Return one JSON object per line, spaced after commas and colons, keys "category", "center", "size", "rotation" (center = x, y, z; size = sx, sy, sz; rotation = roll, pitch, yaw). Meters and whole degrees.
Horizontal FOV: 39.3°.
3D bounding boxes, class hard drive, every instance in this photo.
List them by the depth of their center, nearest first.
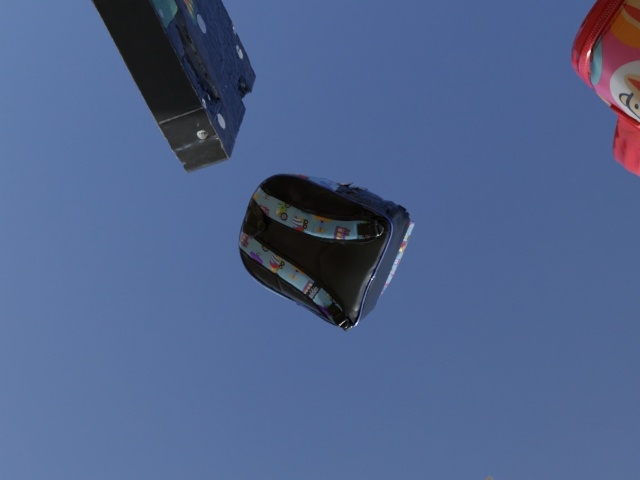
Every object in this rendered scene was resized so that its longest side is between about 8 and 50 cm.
{"category": "hard drive", "center": [-0.176, -0.270, 0.964], "size": [0.064, 0.338, 0.236], "rotation": [-16, -149, 14]}

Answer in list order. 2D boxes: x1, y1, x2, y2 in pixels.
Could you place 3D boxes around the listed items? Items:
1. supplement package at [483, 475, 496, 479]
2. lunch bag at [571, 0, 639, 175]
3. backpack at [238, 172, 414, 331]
{"category": "supplement package", "center": [0.128, 0.385, 0.827], "size": [0.262, 0.204, 0.145], "rotation": [-39, -145, 9]}
{"category": "lunch bag", "center": [0.327, -0.161, 0.710], "size": [0.120, 0.293, 0.258], "rotation": [45, -69, 30]}
{"category": "backpack", "center": [0.000, 0.000, 1.040], "size": [0.173, 0.117, 0.158], "rotation": [25, -69, 16]}
